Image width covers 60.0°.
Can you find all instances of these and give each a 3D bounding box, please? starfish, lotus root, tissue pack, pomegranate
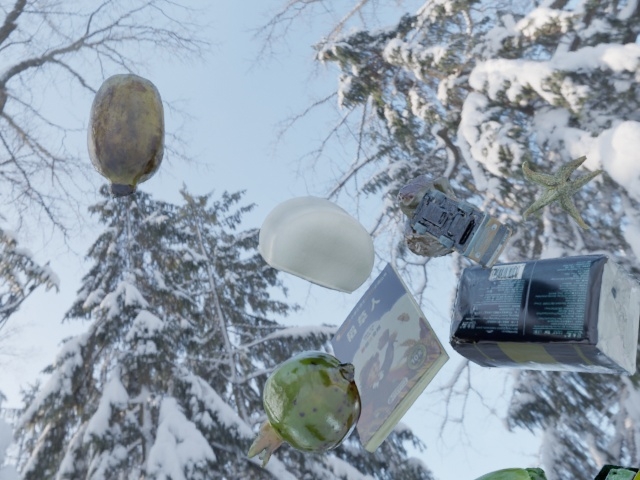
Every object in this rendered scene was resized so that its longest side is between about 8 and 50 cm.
[{"bbox_3d":[0.570,-0.116,1.313,0.223,0.050,0.216,-39,-91,1],"label":"starfish"},{"bbox_3d":[-0.379,-0.203,1.084,0.145,0.128,0.260,2,-106,-7],"label":"lotus root"},{"bbox_3d":[0.584,0.197,1.457,0.253,0.417,0.264,30,-116,-32],"label":"tissue pack"},{"bbox_3d":[-0.032,0.328,1.056,0.246,0.198,0.198,-45,-53,-28],"label":"pomegranate"}]

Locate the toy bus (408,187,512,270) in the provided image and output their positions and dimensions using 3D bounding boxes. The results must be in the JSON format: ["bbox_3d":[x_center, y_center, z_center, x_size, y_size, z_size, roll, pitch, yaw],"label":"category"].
[{"bbox_3d":[0.253,-0.022,1.002,0.103,0.182,0.091,25,-82,-28],"label":"toy bus"}]

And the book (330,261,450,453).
[{"bbox_3d":[0.152,0.268,1.386,0.039,0.428,0.300,28,-74,-20],"label":"book"}]

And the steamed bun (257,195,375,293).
[{"bbox_3d":[0.000,0.000,1.187,0.242,0.146,0.164,23,-79,-28],"label":"steamed bun"}]

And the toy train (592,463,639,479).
[{"bbox_3d":[0.715,0.608,1.108,0.160,0.253,0.397,-34,-86,-29],"label":"toy train"}]

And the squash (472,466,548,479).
[{"bbox_3d":[0.307,0.587,1.195,0.395,0.107,0.107,-24,-58,2],"label":"squash"}]

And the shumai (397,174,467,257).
[{"bbox_3d":[0.294,-0.076,1.321,0.218,0.184,0.185,-19,-51,-28],"label":"shumai"}]
